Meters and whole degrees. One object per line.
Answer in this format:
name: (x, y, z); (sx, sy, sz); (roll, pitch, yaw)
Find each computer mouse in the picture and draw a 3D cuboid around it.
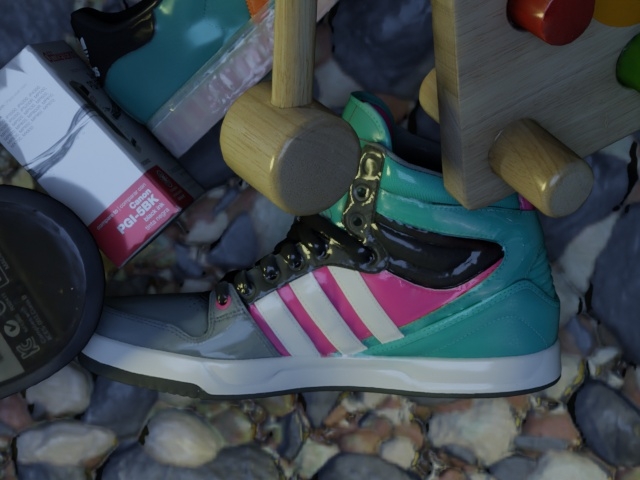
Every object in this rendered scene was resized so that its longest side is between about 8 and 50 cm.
computer mouse: (-0.242, 0.048, 1.129); (0.272, 0.072, 0.188); (-25, 95, 17)

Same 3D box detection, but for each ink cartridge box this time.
ink cartridge box: (-0.142, -0.056, 1.146); (0.056, 0.099, 0.135); (-43, 93, 9)

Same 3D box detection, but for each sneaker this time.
sneaker: (-0.026, -0.192, 1.113); (0.121, 0.108, 0.302); (43, 100, -6)
sneaker: (0.000, 0.000, 1.128); (0.295, 0.124, 0.178); (0, 102, -2)

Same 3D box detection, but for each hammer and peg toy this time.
hammer and peg toy: (0.123, -0.144, 0.982); (0.361, 0.127, 0.266); (-25, 134, -21)
